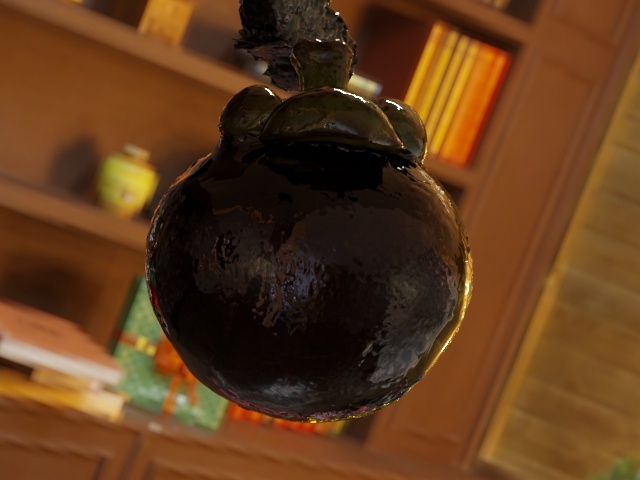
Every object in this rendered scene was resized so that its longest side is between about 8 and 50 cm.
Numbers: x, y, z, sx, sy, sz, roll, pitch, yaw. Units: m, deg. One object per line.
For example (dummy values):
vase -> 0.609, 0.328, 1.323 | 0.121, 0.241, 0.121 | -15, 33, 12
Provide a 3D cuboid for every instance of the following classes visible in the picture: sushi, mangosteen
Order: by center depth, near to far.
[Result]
mangosteen -> -0.005, 0.012, 1.724 | 0.330, 0.330, 0.330 | 21, 4, -1
sushi -> -0.045, -0.284, 2.623 | 0.115, 0.147, 0.212 | 7, -37, 38
